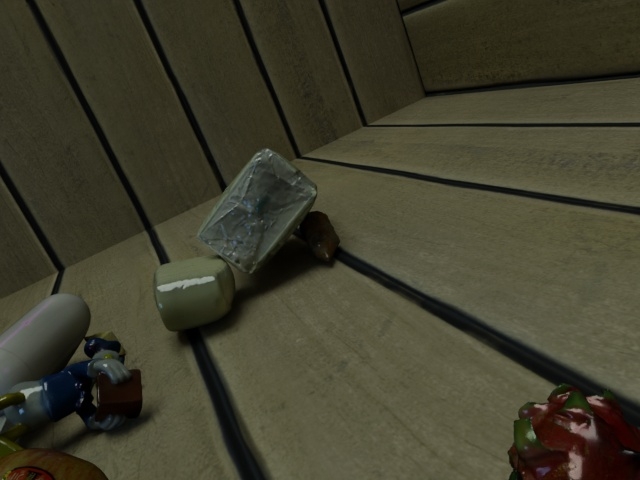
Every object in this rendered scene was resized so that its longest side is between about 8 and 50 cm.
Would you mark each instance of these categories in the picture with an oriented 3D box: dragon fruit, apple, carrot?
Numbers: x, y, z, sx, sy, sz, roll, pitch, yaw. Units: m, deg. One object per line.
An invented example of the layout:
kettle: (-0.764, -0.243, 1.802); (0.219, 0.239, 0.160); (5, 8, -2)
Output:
dragon fruit: (0.233, 0.239, 0.500); (0.135, 0.137, 0.236); (12, 38, 39)
apple: (-0.373, 0.378, 0.692); (0.210, 0.211, 0.188); (-20, 19, 7)
carrot: (0.000, 0.000, 1.490); (0.101, 0.102, 0.263); (-22, 23, 1)

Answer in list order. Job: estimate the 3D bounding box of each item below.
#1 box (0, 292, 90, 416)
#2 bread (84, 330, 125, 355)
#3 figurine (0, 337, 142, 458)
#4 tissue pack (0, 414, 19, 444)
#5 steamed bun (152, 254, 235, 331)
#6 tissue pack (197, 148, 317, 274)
box: (-0.692, 0.290, 1.256); (0.289, 0.141, 0.349); (-48, 10, 29)
bread: (-0.565, 0.279, 1.358); (0.109, 0.084, 0.080); (-15, 19, 21)
figurine: (-0.477, 0.279, 1.086); (0.283, 0.205, 0.338); (-7, 16, 9)
tissue pack: (-0.751, 0.462, 1.021); (0.325, 0.071, 0.170); (-24, 22, -9)
steamed bun: (-0.311, 0.133, 1.355); (0.199, 0.155, 0.250); (-12, 17, -9)
tissue pack: (-0.160, -0.090, 1.513); (0.297, 0.207, 0.380); (-51, 6, 4)
